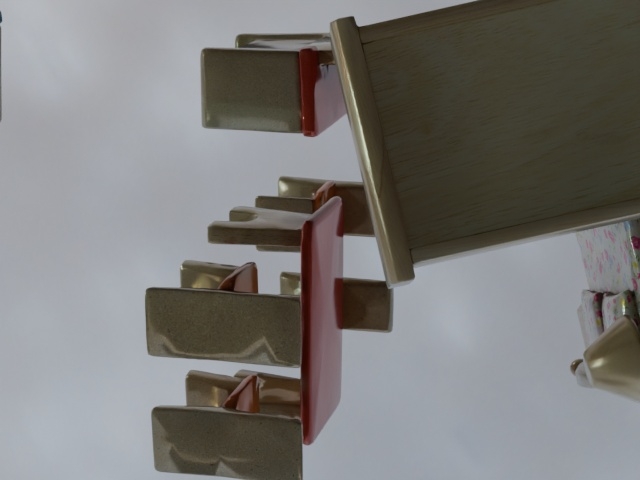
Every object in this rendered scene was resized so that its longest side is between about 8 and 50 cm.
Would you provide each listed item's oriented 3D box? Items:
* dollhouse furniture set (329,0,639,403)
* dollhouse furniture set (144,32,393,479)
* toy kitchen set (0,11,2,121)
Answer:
[{"bbox_3d":[0.099,-0.058,0.688,0.173,0.355,0.303,-12,-94,0],"label":"dollhouse furniture set"},{"bbox_3d":[0.000,0.000,0.799,0.135,0.259,0.262,4,-163,14],"label":"dollhouse furniture set"},{"bbox_3d":[-0.292,-0.105,0.616,0.166,0.122,0.207,14,-155,36],"label":"toy kitchen set"}]
